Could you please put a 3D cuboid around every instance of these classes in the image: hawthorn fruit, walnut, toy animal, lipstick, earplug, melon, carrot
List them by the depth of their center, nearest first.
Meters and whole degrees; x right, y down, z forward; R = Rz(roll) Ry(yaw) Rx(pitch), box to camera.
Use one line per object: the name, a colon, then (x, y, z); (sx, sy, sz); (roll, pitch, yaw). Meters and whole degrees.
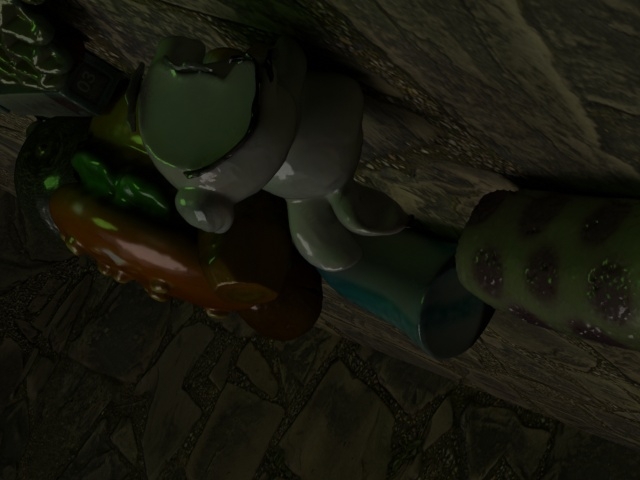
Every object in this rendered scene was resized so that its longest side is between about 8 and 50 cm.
toy animal: (-0.046, -0.107, 1.261); (0.183, 0.247, 0.310); (-21, 161, 26)
carrot: (-0.097, -0.074, 1.422); (0.114, 0.302, 0.114); (-4, 158, -2)
hawthorn fruit: (-0.366, -0.265, 1.643); (0.077, 0.077, 0.077); (24, 171, 4)
earplug: (0.106, 0.040, 1.867); (0.324, 0.185, 0.185); (27, 174, 41)
lipstick: (-0.432, -0.246, 1.874); (0.076, 0.080, 0.371); (30, 169, -31)
melon: (-0.402, -0.091, 2.130); (0.248, 0.248, 0.329); (18, 167, 38)
walnut: (-0.105, 0.107, 2.617); (0.209, 0.209, 0.336); (21, 171, 23)

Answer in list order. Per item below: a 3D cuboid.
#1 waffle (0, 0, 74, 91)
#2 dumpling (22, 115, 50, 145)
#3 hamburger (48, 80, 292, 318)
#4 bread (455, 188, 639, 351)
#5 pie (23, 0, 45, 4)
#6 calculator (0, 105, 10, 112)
waffle: (-0.456, -0.303, 1.533); (0.292, 0.056, 0.309); (15, 150, 48)
dumpling: (-0.503, -0.135, 2.301); (0.163, 0.204, 0.293); (33, -176, 27)
hamburger: (-0.220, -0.044, 1.837); (0.396, 0.277, 0.396); (24, 172, 4)
bread: (0.312, 0.037, 1.279); (0.187, 0.155, 0.338); (25, 171, -29)
pie: (-0.393, -0.341, 1.236); (0.248, 0.090, 0.201); (32, 179, -35)
calculator: (-0.710, -0.305, 2.452); (0.094, 0.019, 0.141); (21, 171, 37)
